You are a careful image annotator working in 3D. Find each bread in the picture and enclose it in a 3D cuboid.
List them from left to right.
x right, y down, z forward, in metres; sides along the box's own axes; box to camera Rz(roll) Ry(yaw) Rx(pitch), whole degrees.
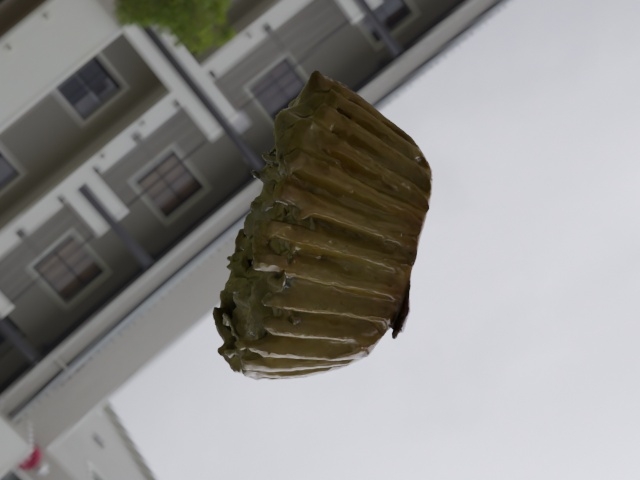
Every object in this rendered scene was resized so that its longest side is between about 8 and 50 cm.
[{"bbox_3d":[0.000,0.000,0.968,0.274,0.149,0.274,-161,-90,-85],"label":"bread"}]
